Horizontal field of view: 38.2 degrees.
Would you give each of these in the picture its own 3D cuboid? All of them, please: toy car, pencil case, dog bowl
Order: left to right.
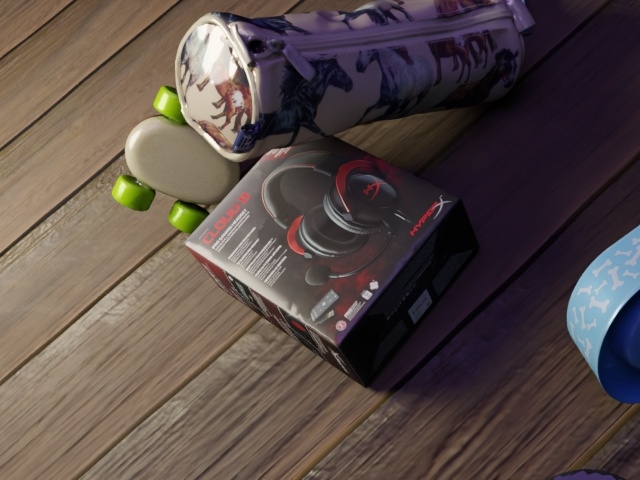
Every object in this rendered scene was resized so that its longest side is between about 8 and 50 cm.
[{"bbox_3d":[-0.181,-0.120,1.224,0.155,0.149,0.188,-62,15,13],"label":"toy car"},{"bbox_3d":[0.049,-0.208,1.077,0.410,0.160,0.183,-17,2,-28],"label":"pencil case"},{"bbox_3d":[0.366,0.030,0.891,0.297,0.166,0.074,-35,39,-3],"label":"dog bowl"}]

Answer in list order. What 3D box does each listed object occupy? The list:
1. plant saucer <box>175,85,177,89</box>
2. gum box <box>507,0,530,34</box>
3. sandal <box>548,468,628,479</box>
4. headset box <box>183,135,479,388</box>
[{"bbox_3d":[-0.139,-0.220,1.352,0.198,0.036,0.198,-11,54,16],"label":"plant saucer"},{"bbox_3d":[0.204,-0.347,1.293,0.157,0.041,0.184,-11,54,16],"label":"gum box"},{"bbox_3d":[0.294,0.288,0.800,0.097,0.054,0.254,-41,52,-8],"label":"sandal"},{"bbox_3d":[0.000,0.000,1.090,0.293,0.110,0.218,31,73,36],"label":"headset box"}]
